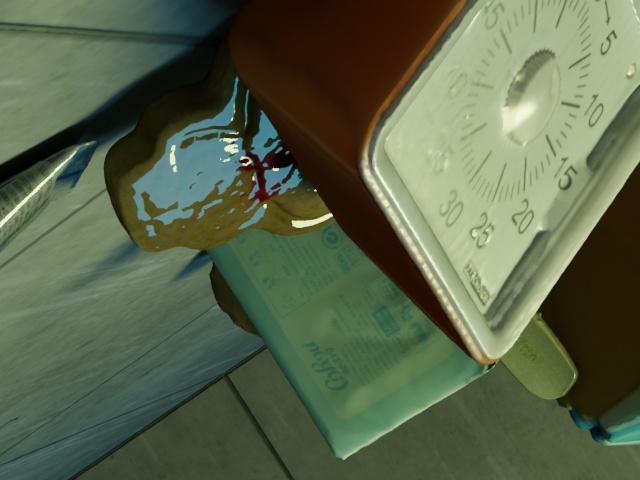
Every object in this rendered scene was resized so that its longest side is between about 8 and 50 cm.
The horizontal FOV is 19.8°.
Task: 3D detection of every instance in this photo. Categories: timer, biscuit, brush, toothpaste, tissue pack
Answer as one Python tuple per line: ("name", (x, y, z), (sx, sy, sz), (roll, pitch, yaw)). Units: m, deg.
("timer", (0.105, -0.103, 1.082), (0.250, 0.161, 0.257), (-41, 142, -5))
("biscuit", (0.013, -0.081, 1.188), (0.320, 0.047, 0.183), (-11, 137, -32))
("brush", (0.076, -0.006, 1.310), (0.085, 0.336, 0.020), (-36, -162, 23))
("toothpaste", (-0.260, 0.033, 1.106), (0.299, 0.073, 0.114), (-38, 176, -24))
("tissue pack", (0.023, 0.028, 1.544), (0.177, 0.263, 0.089), (-35, 177, 23))

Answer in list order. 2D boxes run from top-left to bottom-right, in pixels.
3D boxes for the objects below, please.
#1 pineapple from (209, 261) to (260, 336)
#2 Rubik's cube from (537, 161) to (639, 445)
("pineapple", (0.000, 0.001, 1.945), (0.248, 0.128, 0.128), (-36, 177, -34))
("Rubik's cube", (0.358, -0.055, 1.434), (0.351, 0.352, 0.347), (3, 153, -47))
